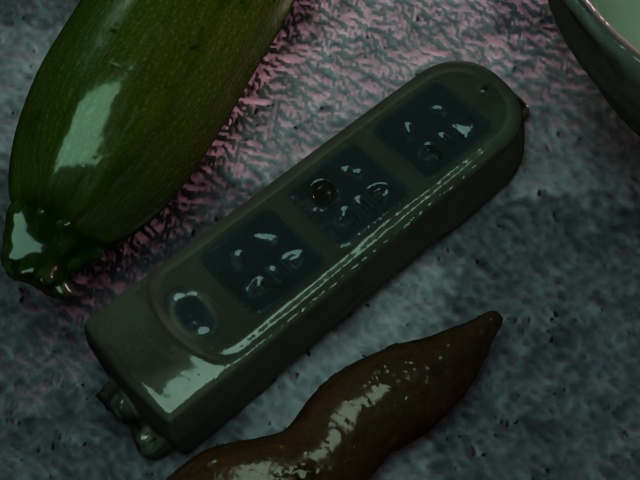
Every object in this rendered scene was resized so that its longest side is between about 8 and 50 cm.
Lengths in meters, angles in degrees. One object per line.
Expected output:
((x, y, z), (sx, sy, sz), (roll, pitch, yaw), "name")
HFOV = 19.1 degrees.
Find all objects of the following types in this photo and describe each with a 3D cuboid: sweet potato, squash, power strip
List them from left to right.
((-0.071, -0.139, 1.051), (0.107, 0.107, 0.395), (18, 67, 17), "squash")
((0.001, 0.001, 1.001), (0.286, 0.048, 0.080), (-37, 64, -14), "power strip")
((0.004, 0.102, 0.940), (0.218, 0.051, 0.065), (-30, 59, -9), "sweet potato")

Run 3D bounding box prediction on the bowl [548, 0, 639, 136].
((0.261, -0.139, 0.975), (0.307, 0.163, 0.307), (-3, 60, 6), "bowl")
